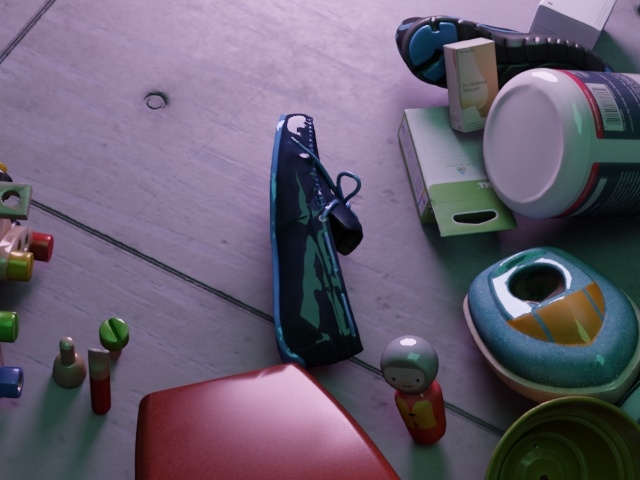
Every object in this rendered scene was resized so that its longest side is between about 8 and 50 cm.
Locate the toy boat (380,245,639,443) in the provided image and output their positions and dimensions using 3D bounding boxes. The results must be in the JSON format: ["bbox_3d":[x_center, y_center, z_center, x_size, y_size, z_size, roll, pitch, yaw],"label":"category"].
[{"bbox_3d":[0.223,0.119,1.528,0.318,0.148,0.267,-27,37,-12],"label":"toy boat"}]

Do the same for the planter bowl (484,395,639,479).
[{"bbox_3d":[0.271,0.280,1.473,0.217,0.090,0.217,0,92,-14],"label":"planter bowl"}]

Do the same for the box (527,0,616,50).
[{"bbox_3d":[0.373,-0.333,1.909,0.102,0.087,0.101,25,57,9],"label":"box"}]

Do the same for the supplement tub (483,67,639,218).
[{"bbox_3d":[0.368,-0.124,1.680,0.272,0.191,0.191,-1,55,-32],"label":"supplement tub"}]

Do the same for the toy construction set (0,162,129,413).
[{"bbox_3d":[-0.358,0.053,1.460,0.309,0.237,0.257,29,58,10],"label":"toy construction set"}]

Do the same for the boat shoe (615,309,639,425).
[{"bbox_3d":[0.428,0.126,1.607,0.105,0.113,0.306,34,56,21],"label":"boat shoe"}]

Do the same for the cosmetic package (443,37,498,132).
[{"bbox_3d":[0.202,-0.206,1.711,0.060,0.115,0.041,-15,20,-17],"label":"cosmetic package"}]

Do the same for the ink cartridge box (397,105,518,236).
[{"bbox_3d":[0.181,-0.082,1.732,0.109,0.062,0.209,-5,58,-13],"label":"ink cartridge box"}]

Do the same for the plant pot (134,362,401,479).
[{"bbox_3d":[-0.075,0.284,1.353,0.267,0.267,0.236,-11,48,-15],"label":"plant pot"}]

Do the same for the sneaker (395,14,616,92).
[{"bbox_3d":[0.266,-0.248,1.813,0.341,0.125,0.139,18,14,-16],"label":"sneaker"}]

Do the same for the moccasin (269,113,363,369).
[{"bbox_3d":[0.000,0.000,1.623,0.117,0.138,0.342,-5,70,4],"label":"moccasin"}]
